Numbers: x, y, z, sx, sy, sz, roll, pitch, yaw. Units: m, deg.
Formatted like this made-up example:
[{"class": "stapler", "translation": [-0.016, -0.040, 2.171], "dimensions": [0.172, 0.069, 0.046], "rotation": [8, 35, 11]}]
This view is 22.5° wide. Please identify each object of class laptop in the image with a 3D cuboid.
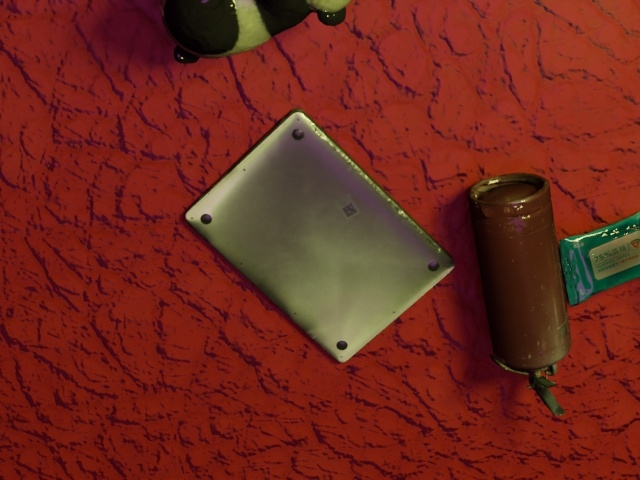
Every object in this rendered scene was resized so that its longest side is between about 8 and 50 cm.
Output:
[{"class": "laptop", "translation": [0.000, 0.000, 1.839], "dimensions": [0.188, 0.015, 0.269], "rotation": [-42, 108, 13]}]

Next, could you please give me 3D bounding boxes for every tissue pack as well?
[{"class": "tissue pack", "translation": [0.339, 0.016, 1.849], "dimensions": [0.138, 0.028, 0.085], "rotation": [-20, 109, -15]}]

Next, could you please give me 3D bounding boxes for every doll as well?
[{"class": "doll", "translation": [-0.067, -0.273, 1.670], "dimensions": [0.234, 0.143, 0.135], "rotation": [-24, 140, 7]}]

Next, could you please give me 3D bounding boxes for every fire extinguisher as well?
[{"class": "fire extinguisher", "translation": [0.234, 0.065, 1.829], "dimensions": [0.105, 0.105, 0.269], "rotation": [-10, 111, 1]}]
